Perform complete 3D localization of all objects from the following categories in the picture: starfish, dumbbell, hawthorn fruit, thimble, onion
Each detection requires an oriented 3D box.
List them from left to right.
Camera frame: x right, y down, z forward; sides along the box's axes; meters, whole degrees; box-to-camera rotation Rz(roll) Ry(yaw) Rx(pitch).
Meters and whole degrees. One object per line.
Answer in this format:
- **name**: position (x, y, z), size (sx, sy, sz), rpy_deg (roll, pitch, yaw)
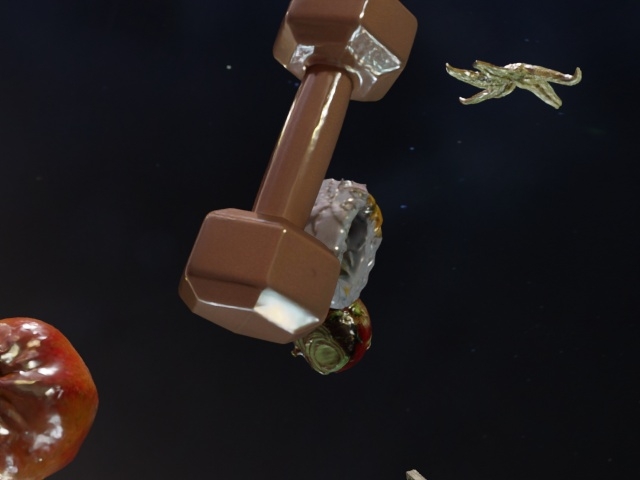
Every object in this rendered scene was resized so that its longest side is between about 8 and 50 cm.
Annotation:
- **hawthorn fruit**: position (-0.393, 0.222, 1.018), size (0.224, 0.224, 0.261), rpy_deg (57, -10, 23)
- **dumbbell**: position (-0.009, -0.055, 0.471), size (0.092, 0.082, 0.230), rpy_deg (134, -24, -66)
- **thimble**: position (-0.002, 0.001, 0.957), size (0.118, 0.127, 0.151), rpy_deg (12, -118, 28)
- **onion**: position (0.015, 0.116, 1.061), size (0.119, 0.118, 0.117), rpy_deg (-22, -77, 42)
- **starfish**: position (0.281, -0.233, 1.158), size (0.217, 0.224, 0.050), rpy_deg (-15, -115, 51)

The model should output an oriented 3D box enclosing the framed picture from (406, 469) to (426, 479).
- **framed picture**: position (0.153, 0.409, 0.995), size (0.150, 0.015, 0.203), rpy_deg (155, -76, -81)
